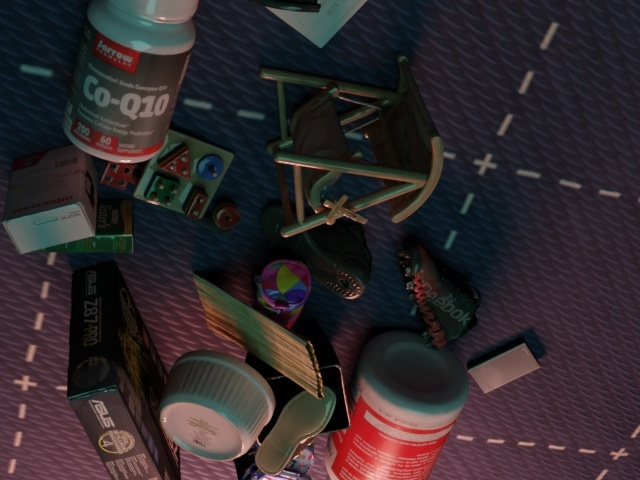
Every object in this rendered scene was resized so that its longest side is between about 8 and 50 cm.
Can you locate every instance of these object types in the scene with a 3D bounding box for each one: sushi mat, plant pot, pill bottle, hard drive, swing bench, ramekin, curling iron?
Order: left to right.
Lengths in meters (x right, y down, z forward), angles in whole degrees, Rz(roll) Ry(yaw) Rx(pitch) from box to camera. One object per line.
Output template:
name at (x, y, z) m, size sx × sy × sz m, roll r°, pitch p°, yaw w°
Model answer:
pill bottle at (-0.278, -0.271, 1.458) m, size 0.161 × 0.161 × 0.283 m, roll 11°, pitch 126°, yaw -18°
curling iron at (-0.250, -0.079, 1.702) m, size 0.068 × 0.035 × 0.274 m, roll -36°, pitch 126°, yaw 18°
ramekin at (-0.196, 0.308, 1.795) m, size 0.207 × 0.109 × 0.207 m, roll 12°, pitch 134°, yaw 13°
sushi mat at (-0.115, 0.171, 1.787) m, size 0.019 × 0.316 × 0.151 m, roll -37°, pitch 134°, yaw -29°
plant pot at (-0.054, 0.266, 1.935) m, size 0.188 × 0.167 × 0.187 m, roll -12°, pitch 129°, yaw -2°
swing bench at (0.045, -0.155, 1.553) m, size 0.254 × 0.253 × 0.165 m, roll -7°, pitch 130°, yaw -4°
pill bottle at (0.139, 0.403, 2.042) m, size 0.229 × 0.229 × 0.408 m, roll 6°, pitch 127°, yaw -15°
hard drive at (0.393, 0.268, 2.112) m, size 0.135 × 0.022 × 0.094 m, roll -28°, pitch 128°, yaw 12°

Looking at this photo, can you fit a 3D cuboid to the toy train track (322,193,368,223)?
toy train track at (0.036, -0.046, 1.468) m, size 0.083 × 0.014 × 0.048 m, roll 25°, pitch 114°, yaw -34°

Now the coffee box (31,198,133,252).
coffee box at (-0.409, -0.027, 1.668) m, size 0.184 × 0.113 × 0.040 m, roll 1°, pitch 126°, yaw -9°

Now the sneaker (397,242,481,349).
sneaker at (0.233, 0.095, 1.894) m, size 0.135 × 0.098 × 0.276 m, roll -20°, pitch 132°, yaw 6°

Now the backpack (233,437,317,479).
backpack at (-0.084, 0.474, 2.134) m, size 0.158 × 0.117 × 0.173 m, roll 26°, pitch 117°, yaw -28°

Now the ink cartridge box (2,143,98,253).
ink cartridge box at (-0.431, -0.070, 1.585) m, size 0.127 × 0.175 × 0.072 m, roll -14°, pitch 130°, yaw 1°

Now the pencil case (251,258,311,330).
pencil case at (-0.079, 0.116, 1.796) m, size 0.104 × 0.104 × 0.236 m, roll -1°, pitch 158°, yaw -9°

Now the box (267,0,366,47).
box at (-0.024, -0.394, 1.450) m, size 0.170 × 0.091 × 0.130 m, roll 32°, pitch 118°, yaw -31°

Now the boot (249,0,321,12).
boot at (-0.076, -0.448, 1.312) m, size 0.263 × 0.091 × 0.229 m, roll 32°, pitch 112°, yaw 13°

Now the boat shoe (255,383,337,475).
boat shoe at (-0.040, 0.345, 1.853) m, size 0.081 × 0.068 × 0.228 m, roll 43°, pitch 113°, yaw 9°

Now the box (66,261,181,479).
box at (-0.352, 0.287, 1.800) m, size 0.097 × 0.318 × 0.395 m, roll -13°, pitch 129°, yaw 2°

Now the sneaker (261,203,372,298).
sneaker at (0.000, 0.000, 1.791) m, size 0.227 × 0.130 × 0.087 m, roll 34°, pitch 125°, yaw -1°

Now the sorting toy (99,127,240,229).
sorting toy at (-0.232, -0.107, 1.645) m, size 0.274 × 0.046 × 0.132 m, roll 19°, pitch 109°, yaw -33°
